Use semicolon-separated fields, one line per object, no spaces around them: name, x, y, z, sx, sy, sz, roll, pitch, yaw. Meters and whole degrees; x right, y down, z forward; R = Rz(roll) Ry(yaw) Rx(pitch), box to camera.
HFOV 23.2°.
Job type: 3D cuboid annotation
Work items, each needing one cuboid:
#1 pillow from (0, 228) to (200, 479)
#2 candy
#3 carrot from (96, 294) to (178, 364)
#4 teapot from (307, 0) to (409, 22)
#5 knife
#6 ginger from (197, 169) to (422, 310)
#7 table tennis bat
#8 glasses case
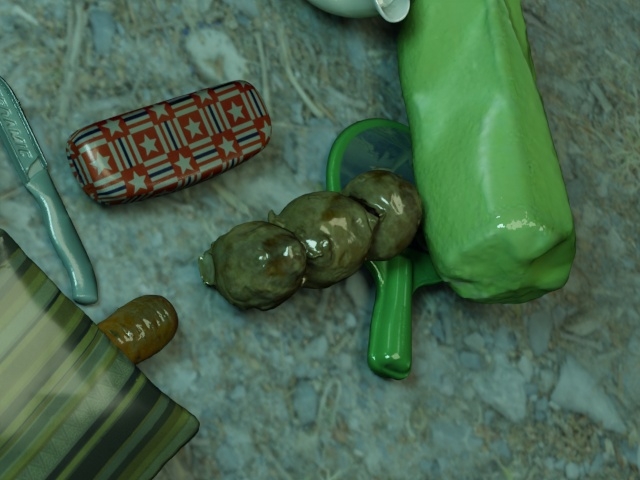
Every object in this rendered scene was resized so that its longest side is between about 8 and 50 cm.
pillow;-0.218;0.138;1.079;0.212;0.052;0.208;46;70;-16
candy;0.152;-0.107;1.421;0.142;0.132;0.344;15;55;-34
carrot;-0.182;0.097;1.162;0.191;0.047;0.047;-34;94;-36
teapot;0.021;-0.279;1.432;0.145;0.092;0.226;-11;71;-29
knife;-0.220;-0.046;1.206;0.028;0.015;0.210;-23;86;-36
ginger;0.000;0.000;1.297;0.204;0.104;0.080;-23;98;-38
table tennis bat;0.068;0.004;1.398;0.160;0.039;0.257;22;57;-28
glasses case;-0.121;-0.077;1.271;0.194;0.049;0.073;-22;88;-41
